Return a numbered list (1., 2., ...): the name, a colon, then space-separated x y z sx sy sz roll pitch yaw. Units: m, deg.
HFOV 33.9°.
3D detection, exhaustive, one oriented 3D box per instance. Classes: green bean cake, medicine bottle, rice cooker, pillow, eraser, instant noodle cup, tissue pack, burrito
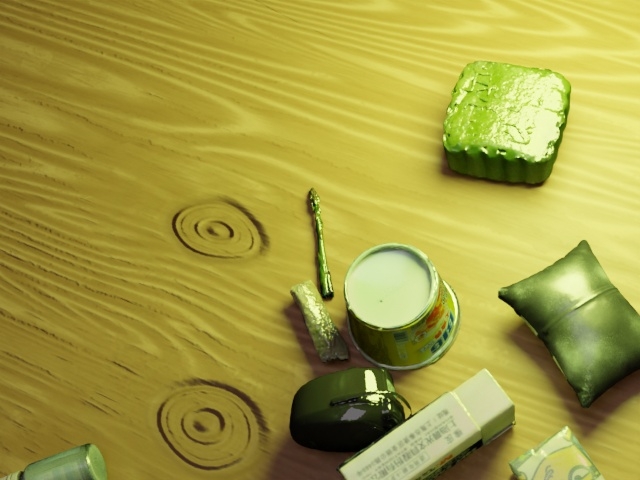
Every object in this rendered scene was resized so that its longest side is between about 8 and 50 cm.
1. green bean cake: 0.338 -0.212 1.907 0.214 0.113 0.200 13 72 19
2. medicine bottle: -0.478 0.420 1.820 0.203 0.083 0.083 -19 62 3
3. rice cooker: 0.046 0.281 1.728 0.203 0.142 0.118 -15 54 16
4. pillow: 0.435 0.133 1.724 0.186 0.106 0.250 -30 64 -10
5. eraser: 0.173 0.329 1.682 0.287 0.130 0.086 -34 63 -5
6. instant noodle cup: 0.128 0.107 1.785 0.205 0.153 0.205 -6 65 12
7. tissue pack: 0.384 0.385 1.639 0.116 0.065 0.155 -32 62 -2
8. burrito: -0.003 0.144 1.857 0.051 0.042 0.171 -13 64 -24

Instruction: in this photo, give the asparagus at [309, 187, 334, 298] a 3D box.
1. asparagus: 0.000 0.000 1.941 0.022 0.023 0.232 10 59 -31
